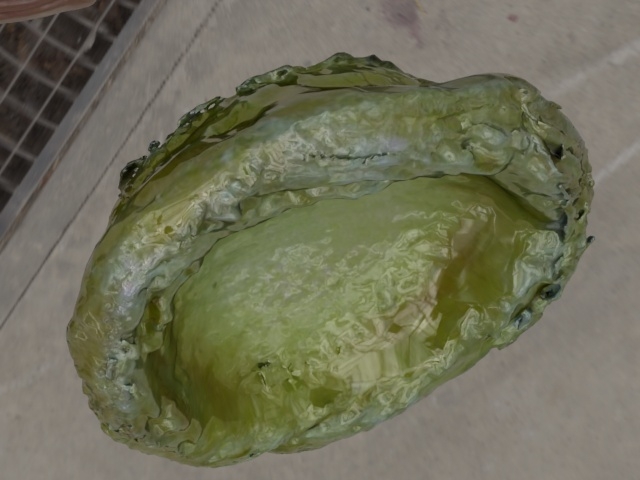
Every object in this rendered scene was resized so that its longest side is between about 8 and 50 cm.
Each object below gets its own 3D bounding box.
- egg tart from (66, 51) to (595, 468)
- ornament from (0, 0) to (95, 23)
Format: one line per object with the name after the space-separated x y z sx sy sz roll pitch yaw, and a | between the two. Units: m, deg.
0.000 0.000 0.513 0.197 0.078 0.197 -22 150 -14 | egg tart
-0.225 -0.201 0.744 0.218 0.235 0.221 -9 151 -10 | ornament
